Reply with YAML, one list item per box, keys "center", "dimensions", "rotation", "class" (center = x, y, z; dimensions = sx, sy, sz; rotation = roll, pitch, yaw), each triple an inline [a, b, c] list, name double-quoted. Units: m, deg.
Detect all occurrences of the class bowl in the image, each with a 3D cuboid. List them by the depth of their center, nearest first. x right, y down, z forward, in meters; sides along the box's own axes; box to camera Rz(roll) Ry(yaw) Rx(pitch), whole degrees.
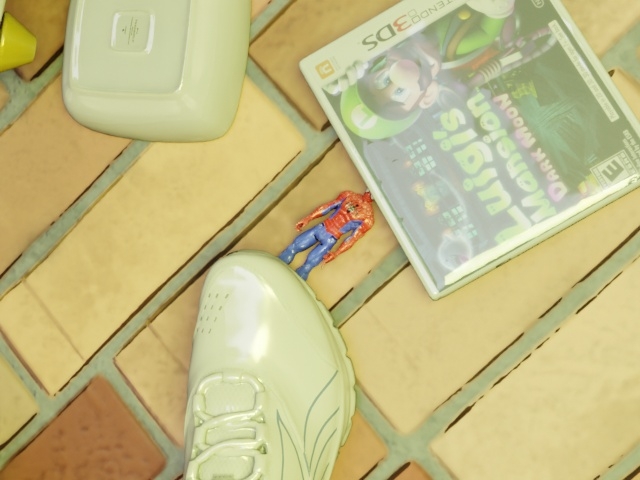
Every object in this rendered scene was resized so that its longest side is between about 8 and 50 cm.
- center: [-0.128, -0.146, 0.757]
  dimensions: [0.142, 0.053, 0.142]
  rotation: [6, 89, 18]
  class: "bowl"

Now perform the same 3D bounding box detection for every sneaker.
- center: [-0.041, 0.152, 0.663]
  dimensions: [0.111, 0.129, 0.297]
  rotation: [-6, 85, 17]
  class: "sneaker"

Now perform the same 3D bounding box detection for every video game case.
- center: [0.103, -0.083, 0.687]
  dimensions: [0.173, 0.022, 0.190]
  rotation: [-30, 78, 5]
  class: "video game case"

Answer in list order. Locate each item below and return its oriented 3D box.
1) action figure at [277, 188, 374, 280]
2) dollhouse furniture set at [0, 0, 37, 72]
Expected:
- center: [0.000, 0.000, 0.720]
  dimensions: [0.115, 0.030, 0.038]
  rotation: [-42, 72, 7]
  class: "action figure"
- center: [-0.189, -0.301, 0.767]
  dimensions: [0.198, 0.286, 0.303]
  rotation: [9, 118, -20]
  class: "dollhouse furniture set"
